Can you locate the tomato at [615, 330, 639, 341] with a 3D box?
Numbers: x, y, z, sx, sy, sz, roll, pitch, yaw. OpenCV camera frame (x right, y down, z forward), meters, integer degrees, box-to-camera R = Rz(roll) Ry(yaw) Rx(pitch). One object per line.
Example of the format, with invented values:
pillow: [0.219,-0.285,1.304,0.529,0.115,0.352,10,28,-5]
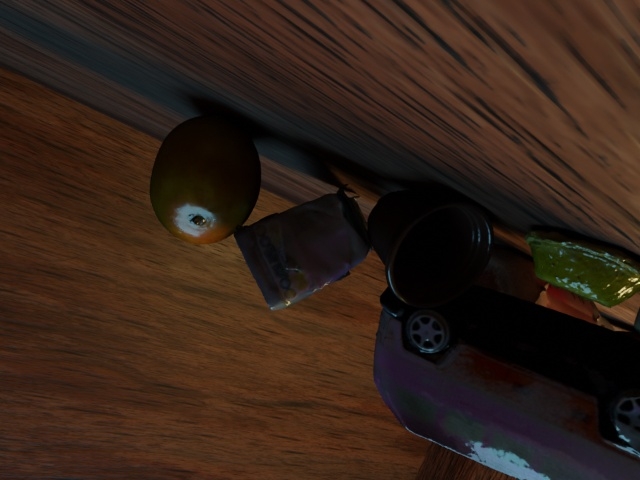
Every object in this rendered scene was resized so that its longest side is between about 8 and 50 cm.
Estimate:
tomato: [0.626,0.312,0.894,0.227,0.270,0.270,-12,-176,-4]

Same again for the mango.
mango: [-0.138,-0.073,0.545,0.120,0.152,0.221,19,-177,-16]

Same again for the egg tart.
egg tart: [0.215,0.025,0.364,0.105,0.039,0.105,24,-177,-1]

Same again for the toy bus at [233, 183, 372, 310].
toy bus: [0.000,0.000,0.578,0.113,0.137,0.317,64,-172,-2]

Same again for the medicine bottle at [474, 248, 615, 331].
medicine bottle: [0.294,0.112,0.607,0.247,0.147,0.147,24,-179,-28]

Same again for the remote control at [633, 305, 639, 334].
remote control: [0.394,0.113,0.266,0.145,0.050,0.344,23,-179,-36]

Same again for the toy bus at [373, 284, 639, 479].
toy bus: [0.195,0.142,0.443,0.302,0.147,0.127,17,-167,28]

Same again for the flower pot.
flower pot: [0.094,-0.004,0.428,0.111,0.111,0.089,23,-163,-30]
